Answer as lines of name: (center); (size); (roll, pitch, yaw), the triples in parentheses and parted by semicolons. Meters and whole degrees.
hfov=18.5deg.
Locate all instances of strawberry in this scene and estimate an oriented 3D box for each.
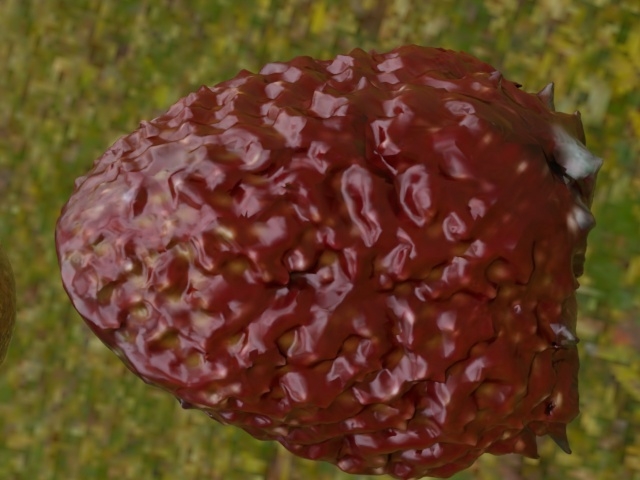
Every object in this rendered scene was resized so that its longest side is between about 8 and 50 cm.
strawberry: (-0.001, 0.000, 1.222); (0.292, 0.343, 0.292); (-169, 90, -74)

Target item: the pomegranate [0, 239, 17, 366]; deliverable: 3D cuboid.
pomegranate: (-0.420, 0.061, 1.708); (0.319, 0.319, 0.319); (-33, 50, 52)
